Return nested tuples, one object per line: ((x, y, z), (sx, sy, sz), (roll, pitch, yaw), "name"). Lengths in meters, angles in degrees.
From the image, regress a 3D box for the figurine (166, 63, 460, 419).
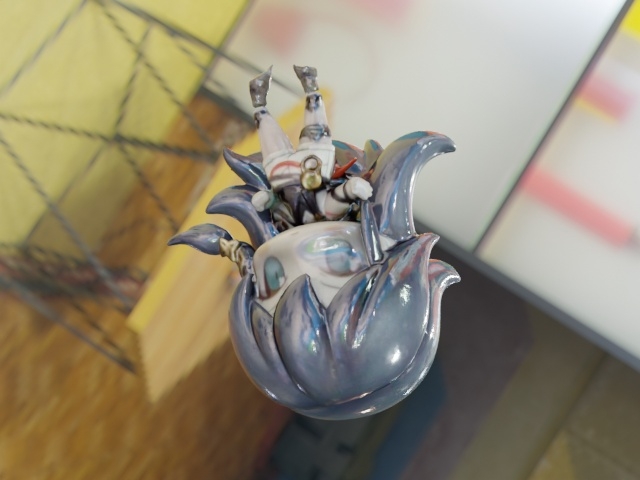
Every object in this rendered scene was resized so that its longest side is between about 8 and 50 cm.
((0.009, 0.010, 1.458), (0.175, 0.197, 0.265), (-19, -128, 45), "figurine")
